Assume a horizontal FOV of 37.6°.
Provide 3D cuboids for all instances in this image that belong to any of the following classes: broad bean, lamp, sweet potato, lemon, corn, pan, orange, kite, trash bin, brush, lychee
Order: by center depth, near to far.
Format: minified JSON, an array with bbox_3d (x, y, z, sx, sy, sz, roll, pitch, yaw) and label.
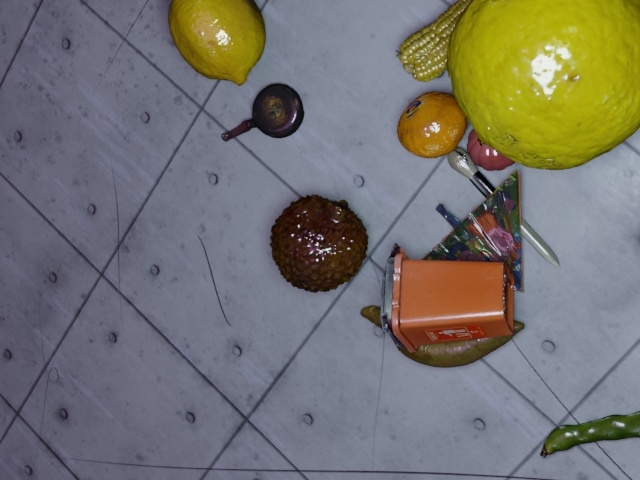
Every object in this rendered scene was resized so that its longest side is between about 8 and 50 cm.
[{"bbox_3d":[0.393,-0.301,1.545,0.350,0.350,0.387,50,121,10],"label":"lemon"},{"bbox_3d":[0.270,-0.403,1.727,0.291,0.101,0.101,-38,81,23],"label":"corn"},{"bbox_3d":[0.323,-0.180,1.736,0.107,0.092,0.107,-12,60,21],"label":"lamp"},{"bbox_3d":[0.526,0.356,1.754,0.256,0.053,0.052,-20,127,29],"label":"broad bean"},{"bbox_3d":[0.214,-0.215,1.767,0.117,0.135,0.135,29,117,-22],"label":"orange"},{"bbox_3d":[0.242,0.101,1.770,0.238,0.161,0.184,-6,65,19],"label":"trash bin"},{"bbox_3d":[0.347,-0.065,1.777,0.299,0.039,0.042,48,115,11],"label":"brush"},{"bbox_3d":[0.311,0.012,1.801,0.234,0.016,0.321,48,125,7],"label":"kite"},{"bbox_3d":[0.233,0.197,1.864,0.346,0.079,0.108,5,78,29],"label":"sweet potato"},{"bbox_3d":[0.000,0.000,1.880,0.200,0.200,0.238,43,130,14],"label":"lychee"},{"bbox_3d":[-0.212,-0.433,1.909,0.188,0.188,0.257,-28,91,28],"label":"lemon"},{"bbox_3d":[-0.132,-0.256,1.983,0.212,0.040,0.115,-20,84,28],"label":"pan"}]
